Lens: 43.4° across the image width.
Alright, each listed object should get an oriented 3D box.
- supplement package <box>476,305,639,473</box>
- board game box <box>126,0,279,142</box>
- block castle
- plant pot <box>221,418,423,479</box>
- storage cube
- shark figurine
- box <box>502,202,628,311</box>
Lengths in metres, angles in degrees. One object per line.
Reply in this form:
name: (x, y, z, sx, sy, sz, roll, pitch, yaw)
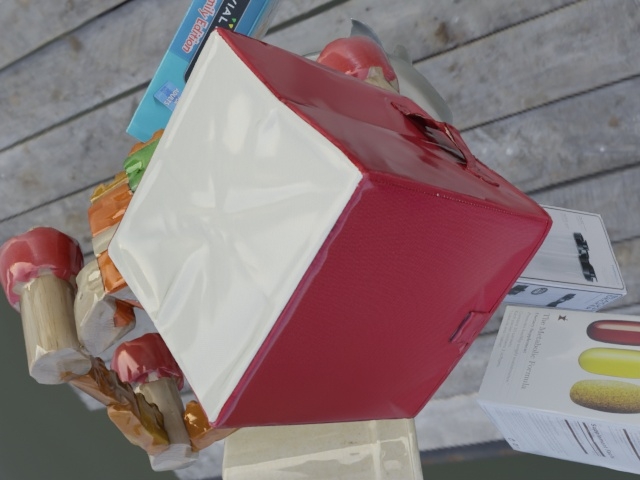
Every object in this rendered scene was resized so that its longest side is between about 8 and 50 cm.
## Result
supplement package: (0.328, 0.171, 0.917, 0.244, 0.139, 0.134, 1, 144, 38)
board game box: (-0.105, -0.287, 1.019, 0.079, 0.254, 0.336, 30, 111, -8)
block castle: (-0.078, 0.013, 0.857, 0.453, 0.213, 0.303, -31, 137, 2)
plant pot: (0.012, 0.387, 1.307, 0.305, 0.334, 0.334, -8, 121, 4)
storage cube: (0.000, 0.000, 0.555, 0.184, 0.193, 0.215, 49, 116, 38)
shark figurine: (0.014, -0.201, 0.922, 0.278, 0.166, 0.116, 3, 149, 6)
box: (0.379, 0.026, 1.403, 0.290, 0.169, 0.087, 6, 148, -26)
